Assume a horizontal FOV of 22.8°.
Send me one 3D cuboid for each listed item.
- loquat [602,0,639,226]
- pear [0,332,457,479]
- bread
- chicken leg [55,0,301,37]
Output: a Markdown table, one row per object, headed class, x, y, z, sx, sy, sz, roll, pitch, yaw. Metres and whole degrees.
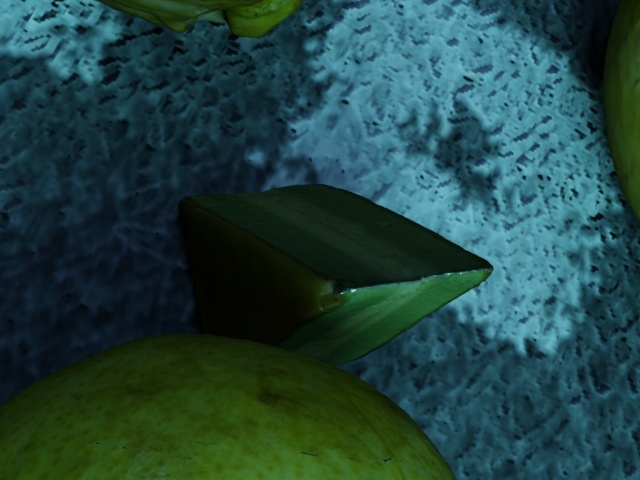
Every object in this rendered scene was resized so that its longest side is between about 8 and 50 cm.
| class | x | y | z | sx | sy | sz | roll | pitch | yaw |
| --- | --- | --- | --- | --- | --- | --- | --- | --- | --- |
| loquat | 0.260 | -0.063 | 0.719 | 0.263 | 0.263 | 0.263 | 8 | 70 | -22 |
| pear | -0.042 | 0.128 | 0.528 | 0.209 | 0.209 | 0.209 | 8 | 70 | -22 |
| bread | 0.002 | -0.001 | 0.630 | 0.074 | 0.139 | 0.084 | -6 | 76 | -24 |
| chicken leg | -0.054 | -0.266 | 0.709 | 0.295 | 0.182 | 0.409 | -12 | 62 | -36 |
